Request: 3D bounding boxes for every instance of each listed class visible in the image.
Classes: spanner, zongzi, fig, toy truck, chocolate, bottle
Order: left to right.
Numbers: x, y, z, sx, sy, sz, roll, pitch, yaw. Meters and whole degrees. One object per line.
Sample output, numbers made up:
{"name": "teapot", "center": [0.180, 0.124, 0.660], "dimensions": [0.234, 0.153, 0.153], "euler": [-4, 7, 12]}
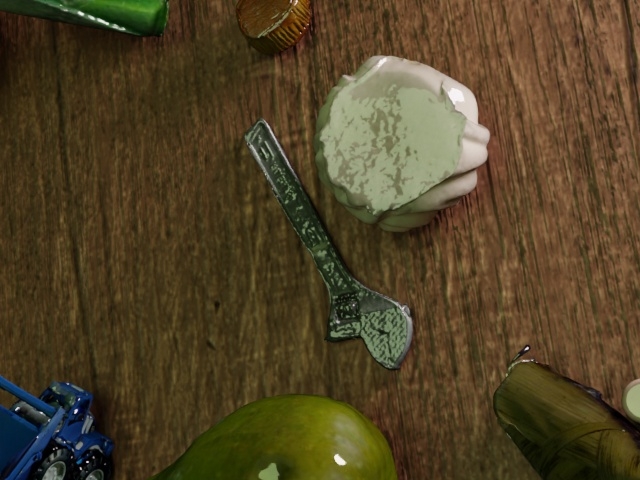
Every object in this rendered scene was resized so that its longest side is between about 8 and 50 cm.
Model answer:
{"name": "toy truck", "center": [-0.304, 0.207, 1.296], "dimensions": [0.113, 0.208, 0.126], "euler": [25, 90, 24]}
{"name": "chocolate", "center": [-0.316, -0.294, 1.379], "dimensions": [0.291, 0.110, 0.110], "euler": [6, 79, -16]}
{"name": "fig", "center": [-0.064, 0.239, 1.196], "dimensions": [0.314, 0.233, 0.233], "euler": [22, 88, 42]}
{"name": "spanner", "center": [0.000, 0.000, 1.313], "dimensions": [0.093, 0.026, 0.325], "euler": [-34, 68, 12]}
{"name": "zongzi", "center": [0.221, 0.168, 1.090], "dimensions": [0.094, 0.204, 0.205], "euler": [-42, 66, -2]}
{"name": "bottle", "center": [0.299, 0.148, 1.120], "dimensions": [0.045, 0.096, 0.045], "euler": [-5, 77, 20]}

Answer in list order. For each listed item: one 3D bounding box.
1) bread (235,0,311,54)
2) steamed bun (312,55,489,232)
{"name": "bread", "center": [-0.049, -0.247, 1.369], "dimensions": [0.085, 0.053, 0.085], "euler": [-12, 64, 25]}
{"name": "steamed bun", "center": [0.082, -0.094, 1.255], "dimensions": [0.182, 0.106, 0.183], "euler": [-3, 82, 23]}
